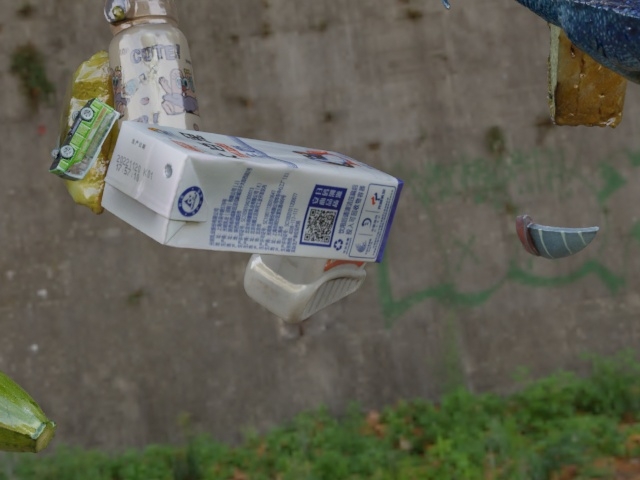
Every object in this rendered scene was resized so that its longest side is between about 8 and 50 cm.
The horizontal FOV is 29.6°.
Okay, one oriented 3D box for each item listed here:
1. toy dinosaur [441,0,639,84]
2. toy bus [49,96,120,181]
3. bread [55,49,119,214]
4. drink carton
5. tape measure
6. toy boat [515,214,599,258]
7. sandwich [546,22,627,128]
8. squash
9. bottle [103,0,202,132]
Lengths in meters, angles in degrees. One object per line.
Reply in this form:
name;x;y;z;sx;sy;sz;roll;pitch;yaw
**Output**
toy dinosaur;0.248;-0.168;0.953;0.147;0.076;0.363;19;7;-37
toy bus;-0.230;-0.097;1.173;0.037;0.083;0.031;33;-18;-26
bread;-0.344;-0.166;1.803;0.088;0.233;0.161;6;11;-23
drink carton;-0.068;-0.051;1.313;0.315;0.106;0.130;6;14;-42
tape measure;0.000;0.000;1.916;0.130;0.265;0.258;33;27;20
toy boat;0.353;0.000;1.781;0.122;0.034;0.096;9;-36;36
sandwich;0.338;-0.322;1.489;0.099;0.271;0.301;9;33;4
squash;-0.282;0.116;0.954;0.201;0.066;0.066;22;15;32
bottle;-0.203;-0.201;1.422;0.097;0.209;0.110;-16;-10;30
